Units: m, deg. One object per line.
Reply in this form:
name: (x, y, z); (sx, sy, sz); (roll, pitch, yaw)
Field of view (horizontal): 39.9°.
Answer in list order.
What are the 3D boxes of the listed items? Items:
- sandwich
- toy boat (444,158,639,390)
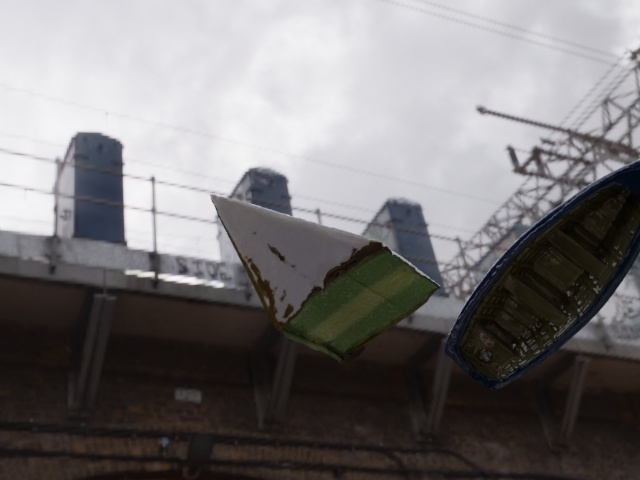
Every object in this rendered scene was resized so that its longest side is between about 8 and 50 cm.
sandwich: (0.000, 0.000, 0.512); (0.074, 0.116, 0.074); (-41, -38, 12)
toy boat: (0.179, 0.018, 0.650); (0.080, 0.046, 0.229); (38, -63, 7)
